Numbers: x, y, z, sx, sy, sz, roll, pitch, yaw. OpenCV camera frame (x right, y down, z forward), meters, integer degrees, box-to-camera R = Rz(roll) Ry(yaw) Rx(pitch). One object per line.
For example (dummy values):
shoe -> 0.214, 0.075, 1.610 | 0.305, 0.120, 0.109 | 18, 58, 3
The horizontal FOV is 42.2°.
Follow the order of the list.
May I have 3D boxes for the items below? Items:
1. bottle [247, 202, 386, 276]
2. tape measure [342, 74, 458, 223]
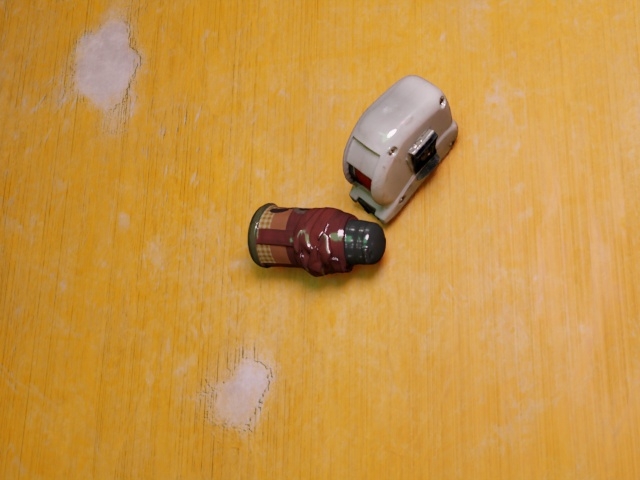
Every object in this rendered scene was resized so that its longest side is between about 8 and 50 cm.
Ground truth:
bottle -> 0.000, 0.000, 1.650 | 0.271, 0.143, 0.156 | 4, 37, 26
tape measure -> 0.154, -0.173, 1.589 | 0.125, 0.246, 0.243 | 38, 84, 24
